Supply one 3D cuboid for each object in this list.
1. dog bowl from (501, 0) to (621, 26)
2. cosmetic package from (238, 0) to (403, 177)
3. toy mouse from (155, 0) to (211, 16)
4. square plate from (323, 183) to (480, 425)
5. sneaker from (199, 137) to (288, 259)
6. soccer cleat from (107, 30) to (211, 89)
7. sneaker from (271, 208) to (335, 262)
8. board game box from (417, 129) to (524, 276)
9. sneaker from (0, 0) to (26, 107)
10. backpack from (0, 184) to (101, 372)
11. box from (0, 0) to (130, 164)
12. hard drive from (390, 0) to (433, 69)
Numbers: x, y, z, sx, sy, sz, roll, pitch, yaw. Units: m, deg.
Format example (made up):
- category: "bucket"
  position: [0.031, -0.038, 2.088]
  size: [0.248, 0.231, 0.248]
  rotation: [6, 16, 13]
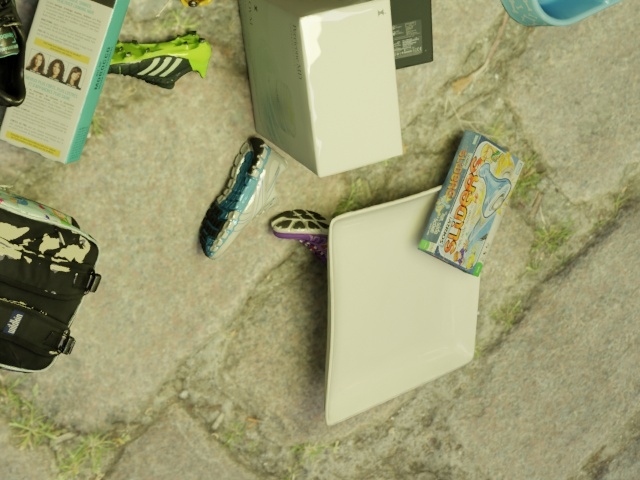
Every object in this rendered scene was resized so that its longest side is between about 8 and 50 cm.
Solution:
- category: "dog bowl"
  position: [0.418, -0.432, 2.059]
  size: [0.297, 0.074, 0.166]
  rotation: [-26, 120, -16]
- category: "cosmetic package"
  position: [-0.003, -0.236, 1.828]
  size: [0.138, 0.225, 0.224]
  rotation: [-17, 117, -21]
- category: "toy mouse"
  position: [-0.162, -0.389, 1.789]
  size: [0.161, 0.031, 0.143]
  rotation: [-19, 127, -27]
- category: "square plate"
  position: [0.126, 0.082, 2.090]
  size: [0.344, 0.049, 0.347]
  rotation: [-18, 119, -39]
- category: "sneaker"
  position: [-0.105, -0.051, 1.947]
  size: [0.083, 0.071, 0.190]
  rotation: [26, 97, -39]
- category: "soccer cleat"
  position: [-0.232, -0.238, 1.809]
  size: [0.179, 0.060, 0.072]
  rotation: [-11, 128, -24]
- category: "sneaker"
  position: [0.000, 0.000, 2.024]
  size: [0.170, 0.068, 0.071]
  rotation: [10, 111, -31]
- category: "board game box"
  position: [0.237, -0.056, 2.083]
  size: [0.136, 0.035, 0.201]
  rotation: [24, 87, -48]
- category: "sneaker"
  position: [-0.405, -0.289, 1.641]
  size: [0.101, 0.106, 0.267]
  rotation: [-25, 132, -34]
- category: "backpack"
  position: [-0.444, 0.036, 1.728]
  size: [0.253, 0.191, 0.225]
  rotation: [20, 98, -40]
- category: "box"
  position: [-0.332, -0.231, 1.729]
  size: [0.100, 0.060, 0.244]
  rotation: [21, 102, 5]
- category: "hard drive"
  position: [0.123, -0.325, 1.978]
  size: [0.094, 0.022, 0.135]
  rotation: [-15, 117, -22]
